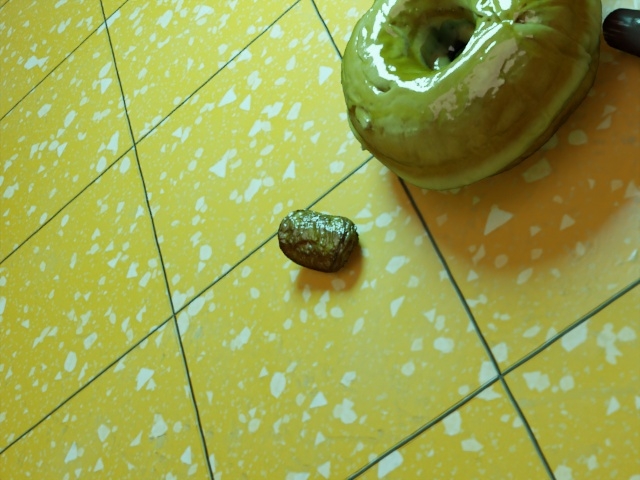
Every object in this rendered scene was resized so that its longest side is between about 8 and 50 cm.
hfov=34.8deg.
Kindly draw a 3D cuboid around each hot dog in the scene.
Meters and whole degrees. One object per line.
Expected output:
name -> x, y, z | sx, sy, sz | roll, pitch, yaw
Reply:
hot dog -> 0.000, -0.002, 1.665 | 0.147, 0.065, 0.099 | 11, 71, 33

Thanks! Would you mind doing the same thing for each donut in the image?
donut -> 0.216, -0.278, 1.554 | 0.449, 0.198, 0.449 | -23, 52, 32

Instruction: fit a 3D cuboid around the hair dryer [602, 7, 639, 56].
hair dryer -> 0.571, -0.344, 1.345 | 0.340, 0.123, 0.312 | -49, 33, 4
